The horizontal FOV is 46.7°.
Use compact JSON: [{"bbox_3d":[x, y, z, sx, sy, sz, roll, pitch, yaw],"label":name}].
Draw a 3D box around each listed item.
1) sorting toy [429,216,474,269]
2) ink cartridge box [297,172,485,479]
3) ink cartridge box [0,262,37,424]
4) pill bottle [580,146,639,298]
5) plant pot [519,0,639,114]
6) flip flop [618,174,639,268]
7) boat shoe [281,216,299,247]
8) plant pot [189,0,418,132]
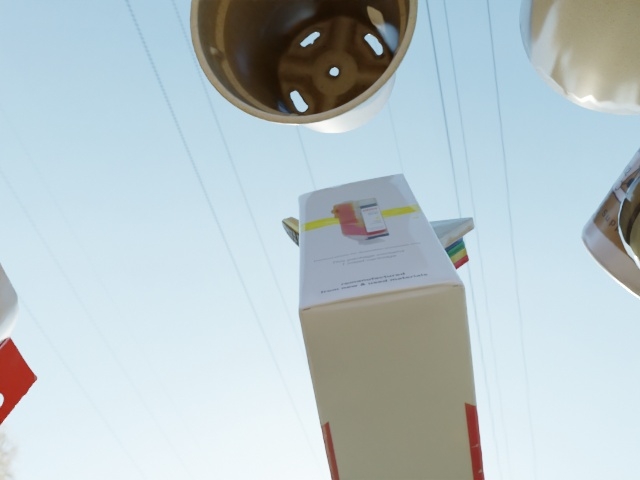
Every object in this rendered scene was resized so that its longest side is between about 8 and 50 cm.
[{"bbox_3d":[0.142,0.044,1.465,0.255,0.257,0.089,-6,-75,41],"label":"sorting toy"},{"bbox_3d":[0.071,0.110,0.893,0.160,0.384,0.279,-10,-70,2],"label":"ink cartridge box"},{"bbox_3d":[-0.311,0.111,0.647,0.045,0.145,0.179,-1,-54,22],"label":"ink cartridge box"},{"bbox_3d":[0.312,-0.059,0.551,0.131,0.131,0.229,23,-65,-11],"label":"pill bottle"},{"bbox_3d":[0.323,-0.290,0.734,0.257,0.256,0.274,-9,-12,16],"label":"plant pot"},{"bbox_3d":[0.250,0.032,0.438,0.112,0.080,0.277,-28,-48,0],"label":"flip flop"},{"bbox_3d":[0.000,-0.001,1.264,0.153,0.048,0.056,31,-24,27],"label":"boat shoe"},{"bbox_3d":[-0.002,-0.316,1.203,0.334,0.305,0.333,-1,-95,10],"label":"plant pot"}]
